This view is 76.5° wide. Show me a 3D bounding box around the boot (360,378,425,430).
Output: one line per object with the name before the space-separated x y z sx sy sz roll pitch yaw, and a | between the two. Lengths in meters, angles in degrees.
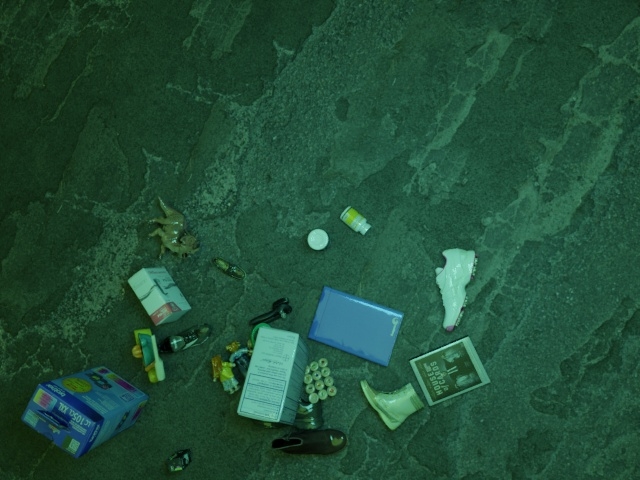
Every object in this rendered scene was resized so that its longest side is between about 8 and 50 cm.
boot | 0.263 0.569 1.502 0.165 0.077 0.213 -38 86 5

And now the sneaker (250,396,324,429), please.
sneaker | -0.129 0.650 1.558 0.285 0.109 0.130 -2 77 1

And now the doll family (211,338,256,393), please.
doll family | -0.329 0.484 1.583 0.262 0.118 0.163 -34 84 4

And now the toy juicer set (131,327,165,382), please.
toy juicer set | -0.667 0.455 1.560 0.089 0.329 0.210 -12 90 -29

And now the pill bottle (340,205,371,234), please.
pill bottle | 0.138 -0.074 1.574 0.116 0.065 0.065 41 93 9

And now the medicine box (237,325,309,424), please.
medicine box | -0.154 0.487 1.441 0.149 0.264 0.290 8 65 12

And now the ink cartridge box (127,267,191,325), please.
ink cartridge box | -0.645 0.219 1.636 0.092 0.158 0.218 -39 81 6

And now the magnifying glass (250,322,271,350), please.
magnifying glass | -0.231 0.437 1.567 0.092 0.026 0.231 11 73 -30

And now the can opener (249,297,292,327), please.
can opener | -0.196 0.299 1.615 0.186 0.073 0.059 -32 120 9

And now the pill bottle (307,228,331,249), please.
pill bottle | 0.000 0.000 1.555 0.078 0.137 0.078 -1 86 8

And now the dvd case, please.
dvd case | 0.473 0.479 1.497 0.238 0.029 0.180 -25 82 6

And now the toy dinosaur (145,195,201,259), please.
toy dinosaur | -0.591 -0.042 1.671 0.200 0.127 0.296 -12 72 1

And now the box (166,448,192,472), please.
box | -0.560 0.874 1.612 0.062 0.083 0.052 -14 84 8

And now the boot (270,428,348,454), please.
boot | -0.035 0.734 1.468 0.248 0.207 0.090 -10 64 11

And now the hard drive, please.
hard drive | 0.134 0.325 1.558 0.318 0.040 0.211 18 89 10

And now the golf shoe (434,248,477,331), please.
golf shoe | 0.478 0.174 1.488 0.140 0.115 0.307 15 82 21

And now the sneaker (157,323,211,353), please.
sneaker | -0.552 0.403 1.634 0.234 0.106 0.078 -23 83 7

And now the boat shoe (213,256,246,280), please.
boat shoe | -0.374 0.117 1.653 0.152 0.049 0.056 27 90 10

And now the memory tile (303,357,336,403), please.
memory tile | -0.008 0.532 1.548 0.113 0.012 0.148 -21 60 1

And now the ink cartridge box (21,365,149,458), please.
ink cartridge box | -0.887 0.635 1.526 0.269 0.395 0.151 27 91 10
